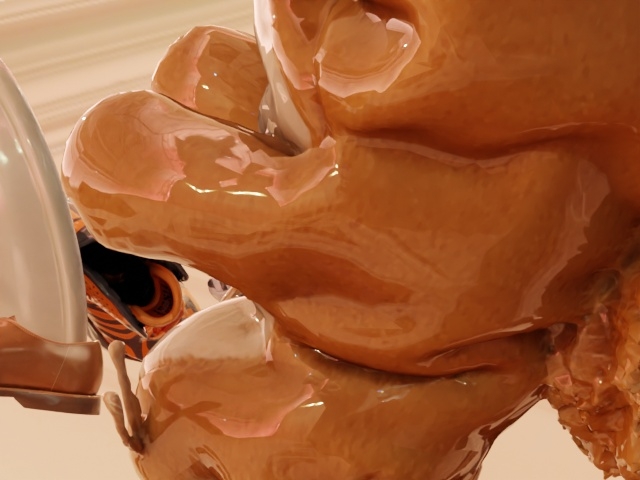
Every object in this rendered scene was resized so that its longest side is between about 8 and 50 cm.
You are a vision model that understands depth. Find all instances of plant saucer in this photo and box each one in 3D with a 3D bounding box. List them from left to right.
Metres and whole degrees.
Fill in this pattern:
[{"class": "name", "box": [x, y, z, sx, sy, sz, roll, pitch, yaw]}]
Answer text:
[{"class": "plant saucer", "box": [-0.379, -0.020, 1.506, 0.101, 0.400, 0.400, -18, -61, -28]}]

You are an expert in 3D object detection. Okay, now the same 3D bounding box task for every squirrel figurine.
[{"class": "squirrel figurine", "box": [0.085, 0.013, 0.601, 0.281, 0.397, 0.370, -65, -13, -75]}]

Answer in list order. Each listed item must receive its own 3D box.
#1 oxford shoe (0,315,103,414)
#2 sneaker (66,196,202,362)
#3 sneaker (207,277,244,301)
[{"class": "oxford shoe", "box": [-0.284, 0.096, 1.141, 0.212, 0.076, 0.076, 8, -95, -16]}, {"class": "sneaker", "box": [-0.201, 0.076, 1.559, 0.124, 0.180, 0.321, -57, -44, -9]}, {"class": "sneaker", "box": [-0.051, 0.070, 1.471, 0.098, 0.083, 0.224, 65, -161, 4]}]
